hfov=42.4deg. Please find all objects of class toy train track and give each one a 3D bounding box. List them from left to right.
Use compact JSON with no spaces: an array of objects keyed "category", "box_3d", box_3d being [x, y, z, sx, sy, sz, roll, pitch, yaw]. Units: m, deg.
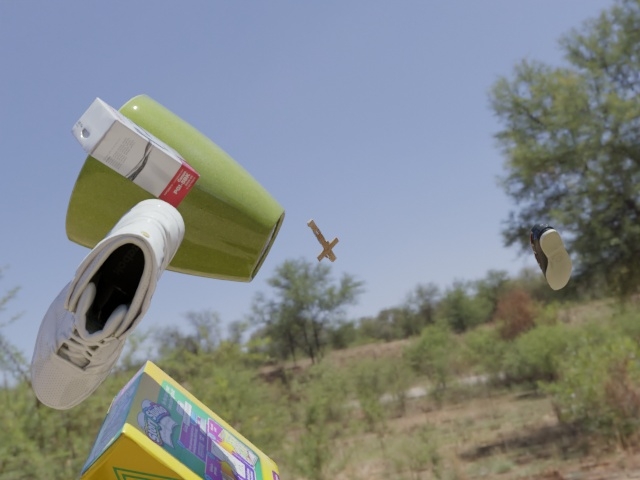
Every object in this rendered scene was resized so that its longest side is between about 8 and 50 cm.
[{"category":"toy train track","box_3d":[0.000,0.000,1.270,0.048,0.083,0.014,-46,35,-22]}]

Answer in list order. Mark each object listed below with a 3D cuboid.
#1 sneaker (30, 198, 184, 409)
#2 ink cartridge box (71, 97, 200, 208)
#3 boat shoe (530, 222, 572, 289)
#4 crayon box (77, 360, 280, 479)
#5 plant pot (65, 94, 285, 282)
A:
[{"category":"sneaker","box_3d":[-0.264,0.093,0.929,0.108,0.292,0.169,30,13,-7]},{"category":"ink cartridge box","box_3d":[-0.231,-0.110,1.032,0.135,0.056,0.099,35,4,-39]},{"category":"boat shoe","box_3d":[0.381,0.026,1.366,0.049,0.133,0.042,-30,35,-5]},{"category":"crayon box","box_3d":[-0.207,0.372,1.324,0.106,0.313,0.363,-49,9,1]},{"category":"plant pot","box_3d":[-0.218,-0.052,1.366,0.294,0.274,0.275,27,-11,2]}]
